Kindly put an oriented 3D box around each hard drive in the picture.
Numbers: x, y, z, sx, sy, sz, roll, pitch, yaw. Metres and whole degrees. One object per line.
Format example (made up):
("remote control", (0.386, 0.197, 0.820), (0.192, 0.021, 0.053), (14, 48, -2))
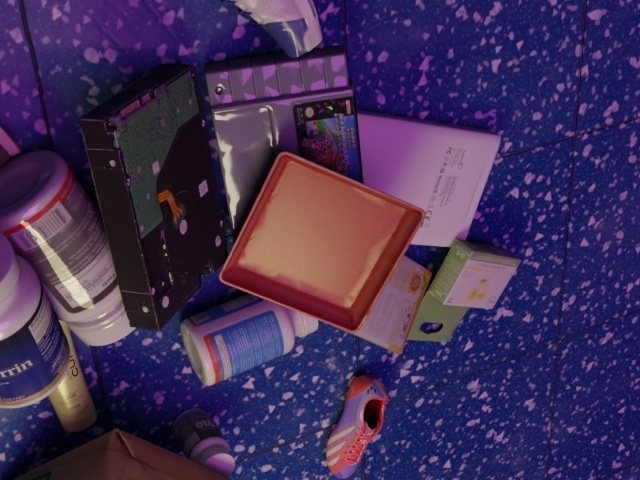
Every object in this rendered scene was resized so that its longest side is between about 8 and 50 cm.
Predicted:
("hard drive", (-0.239, -0.068, 1.508), (0.237, 0.064, 0.338), (-52, 141, -53))
("hard drive", (0.144, -0.106, 1.811), (0.353, 0.047, 0.233), (4, 114, -32))

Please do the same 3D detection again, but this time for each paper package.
("paper package", (-0.343, 0.482, 1.694), (0.325, 0.168, 0.309), (-29, 134, 29))

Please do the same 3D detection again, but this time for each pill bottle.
("pill bottle", (-0.449, 0.107, 1.388), (0.153, 0.153, 0.264), (-26, 145, -15))
("pill bottle", (-0.380, 0.018, 1.506), (0.161, 0.161, 0.283), (-36, 129, -8))
("pill bottle", (-0.209, 0.370, 1.813), (0.078, 0.137, 0.078), (-14, 122, -23))
("pill bottle", (-0.121, 0.157, 1.755), (0.222, 0.124, 0.124), (-20, 124, -19))

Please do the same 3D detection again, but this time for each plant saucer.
("plant saucer", (0.000, 0.000, 1.647), (0.259, 0.047, 0.258), (22, 115, -13))

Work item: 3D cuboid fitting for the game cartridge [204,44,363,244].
("game cartridge", (-0.048, -0.130, 1.636), (0.230, 0.068, 0.355), (-7, 121, 1))

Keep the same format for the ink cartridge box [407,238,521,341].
("ink cartridge box", (0.273, 0.115, 1.971), (0.171, 0.056, 0.235), (9, 114, -46))

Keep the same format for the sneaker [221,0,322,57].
("sneaker", (-0.146, -0.387, 1.455), (0.182, 0.127, 0.315), (-35, 121, -4))

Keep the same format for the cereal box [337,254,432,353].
("cereal box", (0.104, 0.098, 1.838), (0.240, 0.047, 0.173), (30, 81, -51))

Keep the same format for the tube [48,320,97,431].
("tube", (-0.432, 0.206, 1.650), (0.070, 0.062, 0.240), (-53, 138, -50))

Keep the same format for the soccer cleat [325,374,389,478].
("soccer cleat", (0.074, 0.384, 2.010), (0.083, 0.095, 0.248), (3, 114, -31))

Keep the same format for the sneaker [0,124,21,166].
("sneaker", (-0.505, -0.164, 1.396), (0.086, 0.064, 0.192), (-42, 132, -10))
